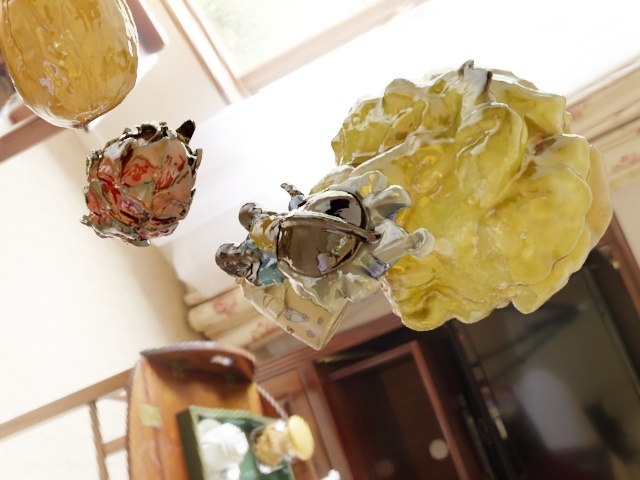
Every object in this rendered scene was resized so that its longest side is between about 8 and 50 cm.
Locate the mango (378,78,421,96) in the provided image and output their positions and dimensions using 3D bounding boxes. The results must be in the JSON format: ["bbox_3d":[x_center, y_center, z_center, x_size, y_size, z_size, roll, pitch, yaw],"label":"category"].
[{"bbox_3d":[0.125,-0.149,1.014,0.227,0.136,0.099,-102,-170,-66],"label":"mango"}]

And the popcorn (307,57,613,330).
[{"bbox_3d":[0.119,-0.041,0.784,0.286,0.252,0.215,19,-18,47],"label":"popcorn"}]

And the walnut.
[{"bbox_3d":[-0.257,-0.208,0.851,0.144,0.144,0.180,-18,95,-72],"label":"walnut"}]

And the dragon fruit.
[{"bbox_3d":[-0.267,-0.085,1.233,0.182,0.182,0.189,-77,176,-62],"label":"dragon fruit"}]

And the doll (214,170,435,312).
[{"bbox_3d":[0.000,0.000,0.547,0.070,0.195,0.096,33,71,-34],"label":"doll"}]

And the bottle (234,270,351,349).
[{"bbox_3d":[-0.042,0.068,1.072,0.152,0.099,0.099,31,15,9],"label":"bottle"}]
